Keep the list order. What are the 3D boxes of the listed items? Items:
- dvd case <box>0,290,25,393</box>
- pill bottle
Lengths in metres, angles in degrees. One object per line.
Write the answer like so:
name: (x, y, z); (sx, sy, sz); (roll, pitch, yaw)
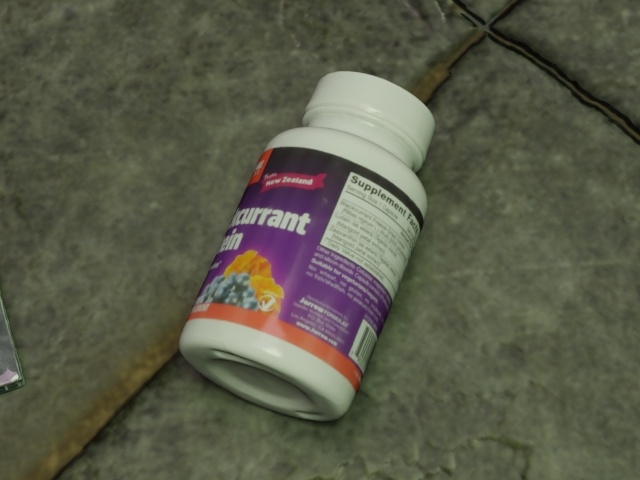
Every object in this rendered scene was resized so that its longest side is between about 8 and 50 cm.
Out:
dvd case: (-0.294, 0.017, 0.935); (0.165, 0.018, 0.221); (-18, 67, -4)
pill bottle: (0.000, 0.000, 0.877); (0.108, 0.108, 0.193); (19, 69, 11)
